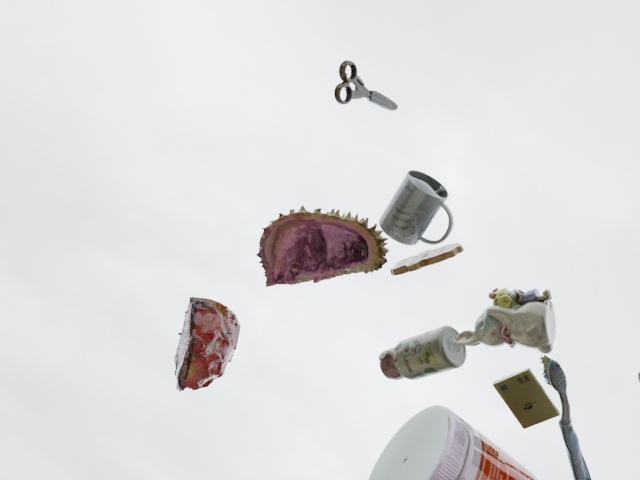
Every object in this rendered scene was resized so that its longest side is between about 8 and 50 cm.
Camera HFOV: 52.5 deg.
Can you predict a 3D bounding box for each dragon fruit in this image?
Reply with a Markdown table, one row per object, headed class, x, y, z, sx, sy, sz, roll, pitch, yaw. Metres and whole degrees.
| class | x | y | z | sx | sy | sz | roll | pitch | yaw |
| --- | --- | --- | --- | --- | --- | --- | --- | --- | --- |
| dragon fruit | -0.264 | 0.243 | 1.510 | 0.163 | 0.189 | 0.262 | 49 | -39 | 27 |

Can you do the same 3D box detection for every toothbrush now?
| class | x | y | z | sx | sy | sz | roll | pitch | yaw |
| --- | --- | --- | --- | --- | --- | --- | --- | --- | --- |
| toothbrush | 0.491 | 0.396 | 1.268 | 0.042 | 0.035 | 0.414 | 30 | -35 | 64 |

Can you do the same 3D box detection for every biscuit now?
| class | x | y | z | sx | sy | sz | roll | pitch | yaw |
| --- | --- | --- | --- | --- | --- | --- | --- | --- | --- |
| biscuit | 0.254 | 0.045 | 1.542 | 0.184 | 0.133 | 0.027 | -21 | -87 | 17 |

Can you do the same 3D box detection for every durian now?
| class | x | y | z | sx | sy | sz | roll | pitch | yaw |
| --- | --- | --- | --- | --- | --- | --- | --- | --- | --- |
| durian | 0.001 | 0.000 | 1.558 | 0.341 | 0.112 | 0.191 | -12 | -82 | 24 |

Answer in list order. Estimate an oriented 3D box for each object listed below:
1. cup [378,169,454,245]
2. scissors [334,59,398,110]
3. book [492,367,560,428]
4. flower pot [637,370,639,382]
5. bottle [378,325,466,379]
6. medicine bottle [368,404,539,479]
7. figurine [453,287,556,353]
| class | x | y | z | sx | sy | sz | roll | pitch | yaw |
| --- | --- | --- | --- | --- | --- | --- | --- | --- | --- |
| cup | 0.200 | -0.057 | 1.343 | 0.099 | 0.136 | 0.133 | 8 | -54 | -34 |
| scissors | 0.103 | -0.306 | 1.362 | 0.017 | 0.220 | 0.088 | 12 | -89 | 38 |
| book | 0.385 | 0.296 | 1.216 | 0.077 | 0.014 | 0.111 | -32 | -82 | 28 |
| flower pot | 0.736 | 0.239 | 1.105 | 0.283 | 0.299 | 0.299 | 41 | -43 | -6 |
| bottle | 0.269 | 0.321 | 1.790 | 0.253 | 0.120 | 0.120 | -28 | -68 | 41 |
| medicine bottle | 0.246 | 0.473 | 1.193 | 0.240 | 0.252 | 0.252 | 39 | -43 | -5 |
| figurine | 0.446 | 0.196 | 1.594 | 0.235 | 0.127 | 0.155 | -5 | -88 | 31 |
